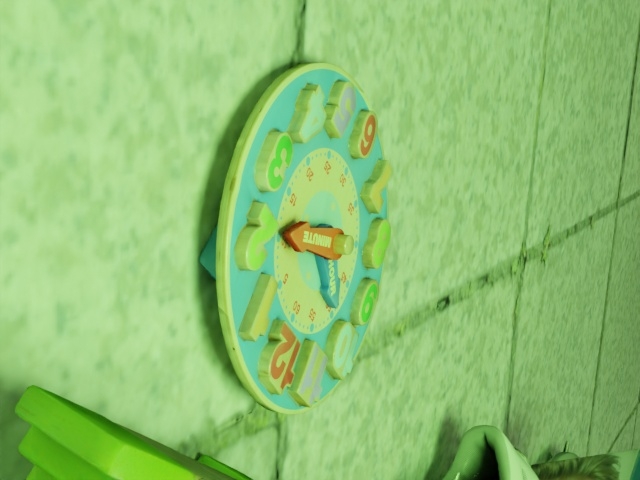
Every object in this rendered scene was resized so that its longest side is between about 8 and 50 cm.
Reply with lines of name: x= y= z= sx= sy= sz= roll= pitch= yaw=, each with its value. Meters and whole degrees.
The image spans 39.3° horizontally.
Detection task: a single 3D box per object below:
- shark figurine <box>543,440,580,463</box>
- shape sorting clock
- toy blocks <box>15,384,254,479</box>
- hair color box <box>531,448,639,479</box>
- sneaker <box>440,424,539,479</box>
shark figurine: x=0.360 y=0.338 z=1.224 sx=0.166 sy=0.116 sz=0.278 roll=-68 pitch=151 yaw=-25
shape sorting clock: x=0.000 y=0.000 z=0.528 sx=0.206 sy=0.040 sz=0.206 roll=-29 pitch=124 yaw=-56
toy blocks: x=-0.052 y=0.253 z=0.404 sx=0.261 sy=0.190 sz=0.381 roll=-60 pitch=148 yaw=-13
hair color box: x=0.192 y=0.349 z=0.794 sx=0.105 sy=0.174 sz=0.347 roll=55 pitch=43 yaw=-13
sneaker: x=0.082 y=0.285 z=0.715 sx=0.330 sy=0.122 sz=0.146 roll=-49 pitch=121 yaw=-42
